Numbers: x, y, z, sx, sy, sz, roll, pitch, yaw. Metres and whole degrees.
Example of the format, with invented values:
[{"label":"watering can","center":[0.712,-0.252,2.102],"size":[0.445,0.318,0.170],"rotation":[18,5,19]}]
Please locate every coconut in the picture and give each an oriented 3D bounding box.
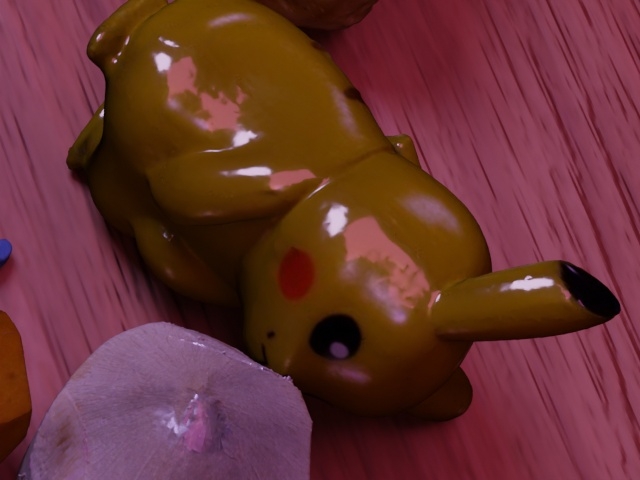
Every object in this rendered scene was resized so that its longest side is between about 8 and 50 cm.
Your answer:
[{"label":"coconut","center":[-0.079,0.128,1.077],"size":[0.161,0.162,0.161],"rotation":[9,64,-20]}]

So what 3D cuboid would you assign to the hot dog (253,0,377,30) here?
[{"label":"hot dog","center":[-0.017,-0.348,1.316],"size":[0.223,0.185,0.405],"rotation":[20,60,-16]}]

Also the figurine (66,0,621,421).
[{"label":"figurine","center":[-0.005,-0.005,1.164],"size":[0.169,0.218,0.327],"rotation":[-35,75,-24]}]

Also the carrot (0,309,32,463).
[{"label":"carrot","center":[-0.300,0.106,1.021],"size":[0.302,0.114,0.114],"rotation":[-14,73,-28]}]

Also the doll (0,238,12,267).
[{"label":"doll","center":[-0.269,0.002,1.114],"size":[0.206,0.067,0.110],"rotation":[9,49,-33]}]
